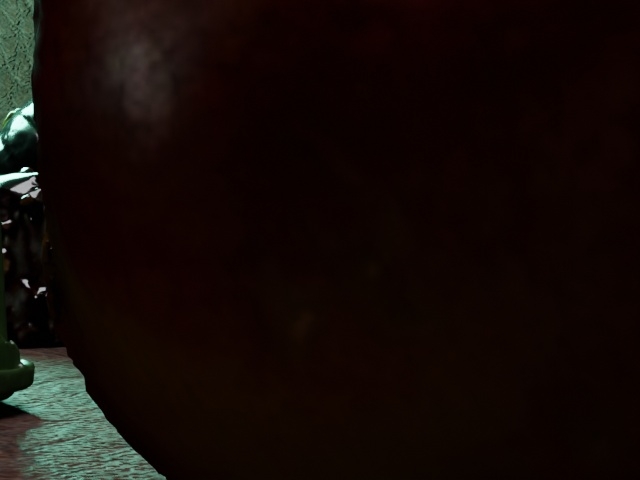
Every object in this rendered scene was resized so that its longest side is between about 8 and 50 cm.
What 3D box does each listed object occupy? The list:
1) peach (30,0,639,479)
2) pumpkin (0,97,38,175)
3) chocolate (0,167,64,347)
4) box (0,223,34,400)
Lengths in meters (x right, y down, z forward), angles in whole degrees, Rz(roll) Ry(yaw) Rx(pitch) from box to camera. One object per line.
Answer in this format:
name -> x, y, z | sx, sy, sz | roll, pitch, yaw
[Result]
peach -> 0.112, -0.038, 0.590 | 0.416, 0.339, 0.353 | 1, 40, -7
pumpkin -> -0.224, -0.036, 1.748 | 0.248, 0.248, 0.248 | 0, 3, 0
chocolate -> -0.220, 0.011, 1.349 | 0.156, 0.133, 0.156 | 1, 5, 0
box -> -0.344, 0.005, 0.985 | 0.328, 0.178, 0.252 | -1, 6, -30
